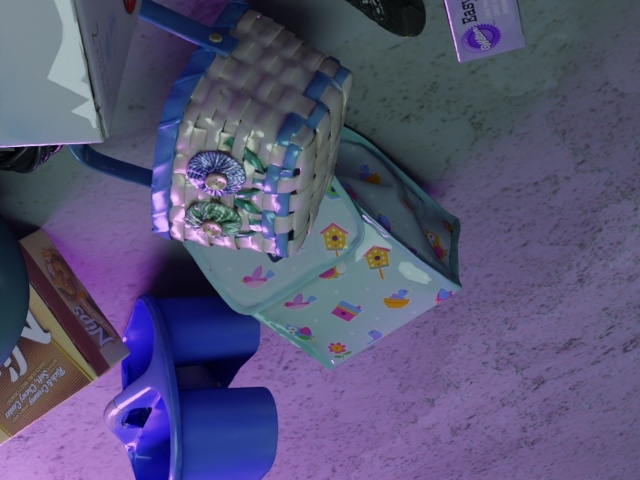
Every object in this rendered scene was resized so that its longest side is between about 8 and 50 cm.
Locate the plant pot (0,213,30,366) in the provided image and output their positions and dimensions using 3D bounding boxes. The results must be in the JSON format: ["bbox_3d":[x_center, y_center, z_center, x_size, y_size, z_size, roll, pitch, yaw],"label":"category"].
[{"bbox_3d":[-0.445,0.045,1.494,0.293,0.293,0.235,-27,146,19],"label":"plant pot"}]

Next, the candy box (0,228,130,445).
[{"bbox_3d":[-0.400,0.147,1.707,0.316,0.087,0.183,-34,93,26],"label":"candy box"}]

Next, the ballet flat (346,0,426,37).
[{"bbox_3d":[0.043,-0.254,1.433,0.173,0.057,0.049,29,168,-39],"label":"ballet flat"}]

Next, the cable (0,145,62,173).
[{"bbox_3d":[-0.340,-0.146,1.458,0.150,0.047,0.184,-20,129,33],"label":"cable"}]

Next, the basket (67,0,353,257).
[{"bbox_3d":[-0.126,-0.125,1.440,0.289,0.201,0.255,24,144,13],"label":"basket"}]

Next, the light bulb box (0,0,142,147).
[{"bbox_3d":[-0.348,-0.264,1.080,0.361,0.225,0.358,-3,131,4],"label":"light bulb box"}]

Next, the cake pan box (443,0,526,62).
[{"bbox_3d":[0.104,-0.318,1.196,0.070,0.246,0.267,-13,144,8],"label":"cake pan box"}]

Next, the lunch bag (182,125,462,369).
[{"bbox_3d":[0.000,0.000,1.647,0.223,0.160,0.262,-33,126,31],"label":"lunch bag"}]

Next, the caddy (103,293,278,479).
[{"bbox_3d":[-0.176,0.199,1.762,0.179,0.241,0.341,-7,159,-18],"label":"caddy"}]
